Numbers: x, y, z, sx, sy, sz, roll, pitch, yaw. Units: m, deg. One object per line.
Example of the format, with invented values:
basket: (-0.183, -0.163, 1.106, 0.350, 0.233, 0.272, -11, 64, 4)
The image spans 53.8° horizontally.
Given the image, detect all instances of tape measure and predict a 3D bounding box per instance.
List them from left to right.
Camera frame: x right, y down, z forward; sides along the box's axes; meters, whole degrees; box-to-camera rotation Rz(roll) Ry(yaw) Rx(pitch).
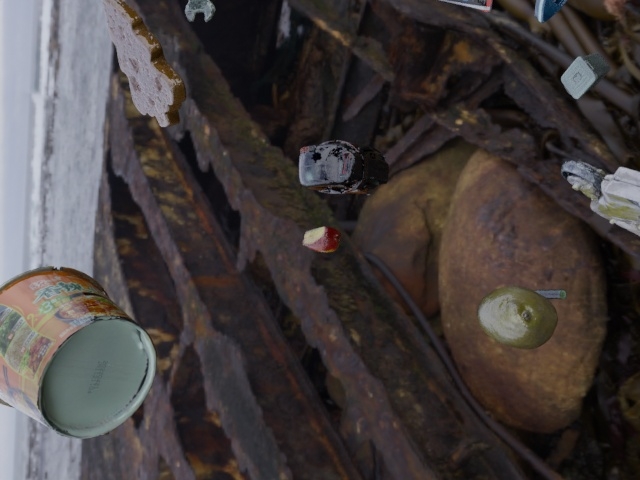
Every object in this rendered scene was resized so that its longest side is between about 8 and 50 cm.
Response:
tape measure: (0.050, -0.184, 1.594, 0.223, 0.202, 0.134, 2, 91, 40)

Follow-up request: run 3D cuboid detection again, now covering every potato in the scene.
potato: (0.474, 0.186, 1.518, 0.251, 0.175, 0.159, 52, -156, -81)

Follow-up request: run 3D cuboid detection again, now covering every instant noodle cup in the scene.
instant noodle cup: (-0.361, 0.170, 0.913, 0.182, 0.230, 0.230, 18, 105, 41)

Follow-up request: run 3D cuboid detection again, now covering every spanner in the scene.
spanner: (-0.294, -0.636, 1.431, 0.017, 0.071, 0.301, 56, -157, -84)

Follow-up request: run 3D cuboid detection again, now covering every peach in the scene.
peach: (0.000, 0.000, 1.349, 0.077, 0.083, 0.050, 70, -146, -67)

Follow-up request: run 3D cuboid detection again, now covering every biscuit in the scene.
biscuit: (-0.381, -0.390, 1.364, 0.278, 0.043, 0.301, 14, 130, 55)

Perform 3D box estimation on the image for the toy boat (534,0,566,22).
toy boat: (0.743, -0.815, 1.959, 0.299, 0.096, 0.062, -65, 30, 5)

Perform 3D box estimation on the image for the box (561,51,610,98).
box: (0.742, -0.463, 1.759, 0.084, 0.069, 0.122, 60, 163, 14)

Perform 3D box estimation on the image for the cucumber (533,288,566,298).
cucumber: (0.700, 0.166, 1.953, 0.133, 0.032, 0.032, -8, 80, 63)

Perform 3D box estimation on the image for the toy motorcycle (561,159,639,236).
toy motorcycle: (0.653, -0.064, 1.257, 0.107, 0.223, 0.341, -57, 40, 0)

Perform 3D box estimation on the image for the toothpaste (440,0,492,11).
toothpaste: (0.312, -0.586, 1.485, 0.045, 0.194, 0.071, -55, -26, -60)
